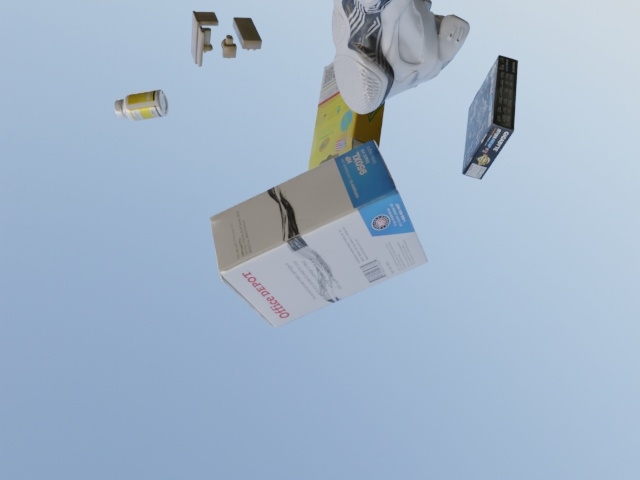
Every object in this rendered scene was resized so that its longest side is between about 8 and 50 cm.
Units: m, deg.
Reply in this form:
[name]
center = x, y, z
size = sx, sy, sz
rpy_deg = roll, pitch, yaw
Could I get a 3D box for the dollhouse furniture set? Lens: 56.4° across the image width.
[dollhouse furniture set]
center = -0.252, -0.512, 1.579
size = 0.151, 0.123, 0.144
rpy_deg = -7, -129, -21

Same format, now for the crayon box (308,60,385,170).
[crayon box]
center = 0.067, -0.303, 1.453
size = 0.081, 0.202, 0.319
rpy_deg = 17, -107, -29

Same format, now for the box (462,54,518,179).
[box]
center = 0.379, -0.275, 1.339
size = 0.051, 0.175, 0.220
rpy_deg = 15, -122, -2

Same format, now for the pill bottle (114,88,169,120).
[pill bottle]
center = -0.428, -0.321, 1.427
size = 0.116, 0.065, 0.065
rpy_deg = -6, -134, 8

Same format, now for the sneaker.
[sneaker]
center = 0.132, -0.399, 0.986
size = 0.210, 0.366, 0.137
rpy_deg = -22, -132, -20

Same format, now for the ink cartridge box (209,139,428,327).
[ink cartridge box]
center = 0.000, 0.000, 1.305
size = 0.394, 0.285, 0.166
rpy_deg = -24, -128, 7
